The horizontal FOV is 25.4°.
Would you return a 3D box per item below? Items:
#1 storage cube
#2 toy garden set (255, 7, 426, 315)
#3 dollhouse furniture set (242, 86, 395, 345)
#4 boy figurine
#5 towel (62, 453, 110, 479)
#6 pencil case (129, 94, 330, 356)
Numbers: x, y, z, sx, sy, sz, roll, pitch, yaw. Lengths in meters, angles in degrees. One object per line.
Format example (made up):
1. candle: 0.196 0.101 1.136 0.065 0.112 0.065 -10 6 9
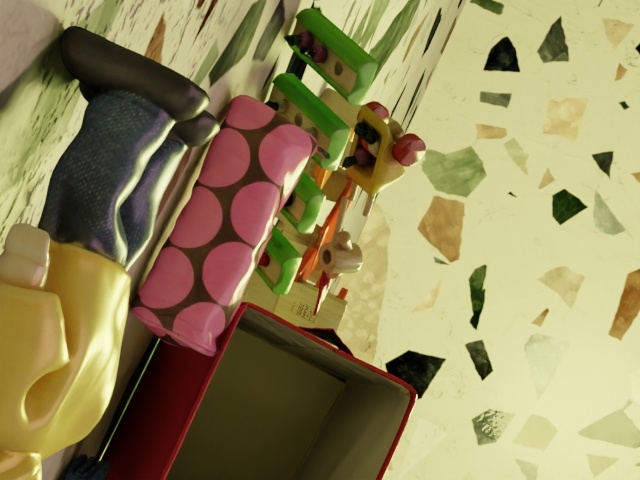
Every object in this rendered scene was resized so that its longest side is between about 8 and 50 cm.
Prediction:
1. storage cube: -0.061 0.172 1.269 0.215 0.184 0.193 -65 -160 -11
2. toy garden set: -0.012 -0.054 1.263 0.049 0.204 0.244 0 123 -37
3. dollhouse furniture set: 0.000 0.000 1.671 0.259 0.135 0.262 -60 172 -50
4. boy figurine: -0.143 0.045 0.716 0.177 0.092 0.285 76 40 -82
5. towel: -0.216 0.239 1.187 0.067 0.029 0.119 -38 153 -79
6. pencil case: -0.077 -0.009 1.159 0.209 0.095 0.098 -62 -171 -11
